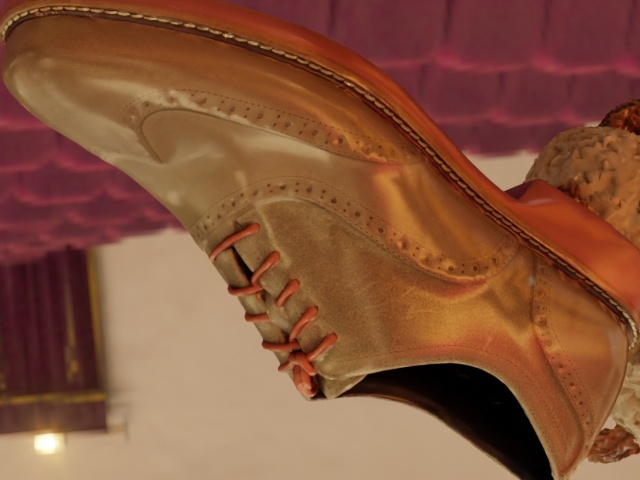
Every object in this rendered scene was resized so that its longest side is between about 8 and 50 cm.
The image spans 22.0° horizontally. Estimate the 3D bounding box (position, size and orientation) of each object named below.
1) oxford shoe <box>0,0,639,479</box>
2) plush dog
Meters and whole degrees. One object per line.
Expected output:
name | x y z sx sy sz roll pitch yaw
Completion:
oxford shoe | 0.000 0.000 0.754 0.348 0.130 0.123 27 156 -12
plush dog | 0.211 0.025 1.055 0.211 0.225 0.262 -26 -165 33
